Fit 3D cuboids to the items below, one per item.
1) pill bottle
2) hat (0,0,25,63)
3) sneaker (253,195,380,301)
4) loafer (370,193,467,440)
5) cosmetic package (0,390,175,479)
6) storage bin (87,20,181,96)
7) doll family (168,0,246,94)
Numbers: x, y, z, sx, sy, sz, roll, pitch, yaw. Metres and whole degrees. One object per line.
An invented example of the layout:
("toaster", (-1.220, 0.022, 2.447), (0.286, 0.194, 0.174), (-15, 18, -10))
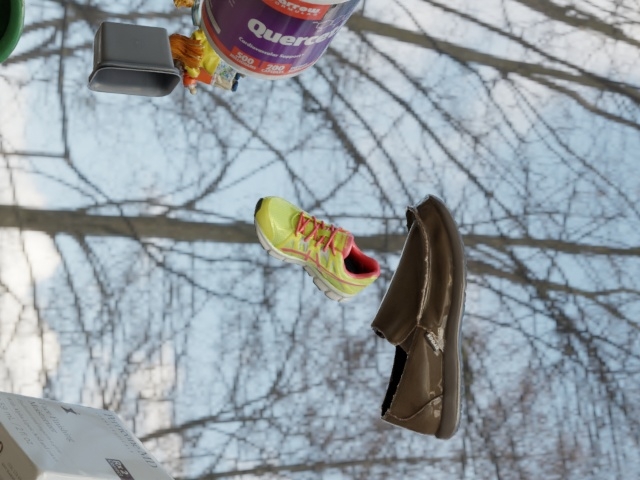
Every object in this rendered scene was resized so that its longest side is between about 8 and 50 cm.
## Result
("pill bottle", (-0.031, -0.335, 1.415), (0.323, 0.182, 0.181), (137, -53, -66))
("hat", (-0.412, -0.328, 1.490), (0.208, 0.183, 0.173), (44, -62, 6))
("sneaker", (0.000, 0.000, 1.580), (0.094, 0.208, 0.081), (-23, -140, 44))
("loafer", (0.140, 0.113, 1.706), (0.134, 0.130, 0.365), (151, -61, -83))
("cosmetic package", (-0.276, 0.261, 1.171), (0.151, 0.184, 0.151), (37, -79, 41))
("storage bin", (-0.293, -0.282, 1.800), (0.098, 0.135, 0.091), (-37, -125, 58))
("doll family", (-0.194, -0.388, 2.078), (0.118, 0.163, 0.262), (-148, -107, -71))
